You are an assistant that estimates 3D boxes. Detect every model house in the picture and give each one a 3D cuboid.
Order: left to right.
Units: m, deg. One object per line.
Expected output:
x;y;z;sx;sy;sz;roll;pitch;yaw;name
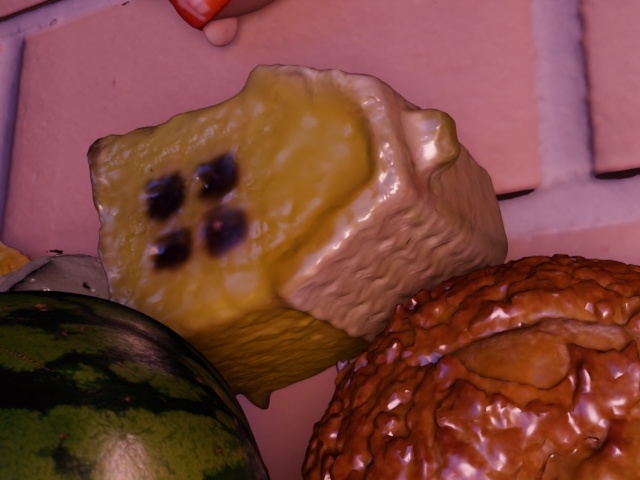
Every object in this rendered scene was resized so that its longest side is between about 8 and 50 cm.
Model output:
0.000;0.000;0.642;0.234;0.193;0.175;-15;67;27;model house

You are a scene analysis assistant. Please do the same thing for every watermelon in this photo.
-0.142;0.166;0.465;0.285;0.285;0.285;-11;70;31;watermelon

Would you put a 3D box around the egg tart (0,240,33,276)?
-0.287;0.093;0.873;0.191;0.074;0.191;-10;70;30;egg tart

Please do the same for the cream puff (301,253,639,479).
0.119;0.142;0.503;0.303;0.212;0.303;-9;69;24;cream puff

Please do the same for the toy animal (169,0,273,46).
-0.077;-0.263;0.798;0.171;0.171;0.198;-23;60;26;toy animal

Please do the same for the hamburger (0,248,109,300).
-0.201;0.076;0.784;0.062;0.140;0.133;-21;93;51;hamburger
